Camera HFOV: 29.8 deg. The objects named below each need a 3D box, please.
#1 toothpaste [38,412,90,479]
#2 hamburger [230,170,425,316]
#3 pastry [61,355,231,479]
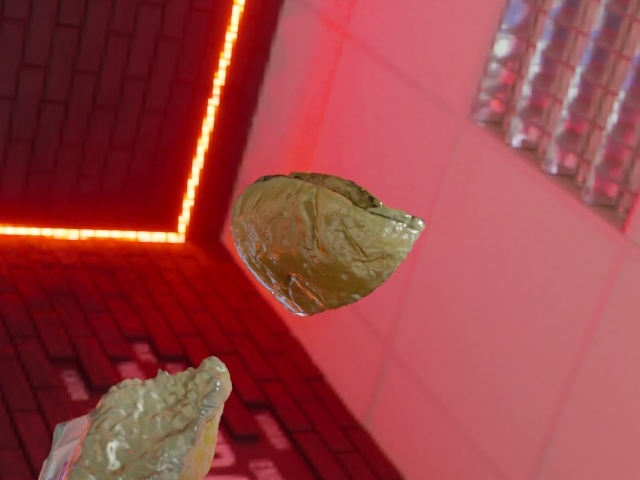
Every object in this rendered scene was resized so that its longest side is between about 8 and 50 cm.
[{"bbox_3d":[-0.238,0.276,0.993,0.282,0.068,0.099,-70,-159,1],"label":"toothpaste"},{"bbox_3d":[0.000,0.000,1.267,0.135,0.155,0.208,-58,-157,-13],"label":"hamburger"},{"bbox_3d":[-0.127,0.181,0.737,0.121,0.089,0.258,121,-11,-51],"label":"pastry"}]
